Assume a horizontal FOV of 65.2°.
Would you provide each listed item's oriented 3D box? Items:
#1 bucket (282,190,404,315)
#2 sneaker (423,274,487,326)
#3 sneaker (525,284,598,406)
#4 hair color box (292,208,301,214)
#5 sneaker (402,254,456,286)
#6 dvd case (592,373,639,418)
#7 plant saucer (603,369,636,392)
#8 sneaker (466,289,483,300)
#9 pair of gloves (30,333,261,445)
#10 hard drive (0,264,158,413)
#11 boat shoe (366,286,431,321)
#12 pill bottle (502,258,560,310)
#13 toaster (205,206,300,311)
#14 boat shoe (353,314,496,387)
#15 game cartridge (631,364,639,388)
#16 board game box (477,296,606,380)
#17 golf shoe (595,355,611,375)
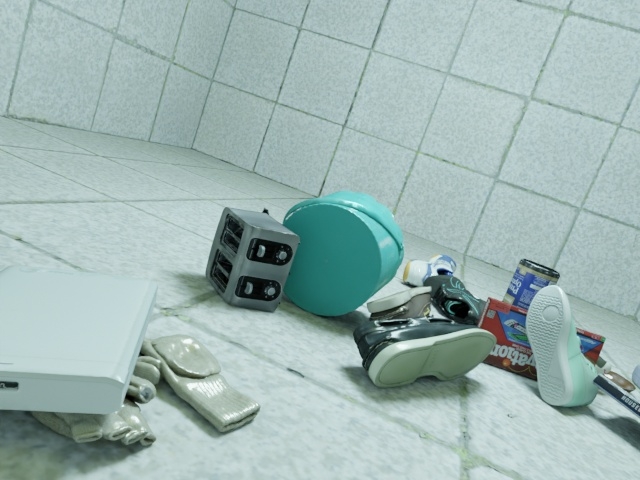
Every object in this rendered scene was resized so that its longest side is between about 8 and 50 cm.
[{"bbox_3d":[0.036,0.026,1.108,0.282,0.280,0.183,22,15,13],"label":"bucket"},{"bbox_3d":[0.386,0.168,1.464,0.106,0.101,0.267,10,14,-34],"label":"sneaker"},{"bbox_3d":[0.534,0.234,1.096,0.151,0.255,0.094,19,-25,-34],"label":"sneaker"},{"bbox_3d":[0.000,0.000,1.578,0.186,0.113,0.374,18,10,-10],"label":"hair color box"},{"bbox_3d":[0.407,0.122,1.716,0.131,0.111,0.297,21,19,38],"label":"sneaker"},{"bbox_3d":[0.677,0.369,0.983,0.179,0.029,0.238,32,8,-31],"label":"dvd case"},{"bbox_3d":[0.737,0.358,1.325,0.169,0.029,0.168,19,11,-4],"label":"plant saucer"},{"bbox_3d":[0.467,0.190,1.594,0.075,0.063,0.171,0,16,-45],"label":"sneaker"},{"bbox_3d":[-0.207,0.156,0.577,0.204,0.042,0.240,28,12,38],"label":"pair of gloves"},{"bbox_3d":[-0.306,0.095,0.569,0.203,0.040,0.307,8,11,-14],"label":"hard drive"},{"bbox_3d":[0.194,0.164,1.136,0.117,0.096,0.324,-20,-8,20],"label":"boat shoe"},{"bbox_3d":[0.637,0.177,1.547,0.123,0.219,0.123,20,10,-4],"label":"pill bottle"},{"bbox_3d":[-0.141,0.028,1.007,0.110,0.167,0.186,12,14,-34],"label":"toaster"},{"bbox_3d":[0.193,0.188,0.925,0.340,0.127,0.113,0,33,-38],"label":"boat shoe"},{"bbox_3d":[0.980,0.433,1.330,0.198,0.062,0.297,15,10,0],"label":"game cartridge"},{"bbox_3d":[0.492,0.242,1.145,0.282,0.144,0.027,19,5,-3],"label":"board game box"},{"bbox_3d":[0.640,0.278,1.328,0.120,0.105,0.272,7,21,-7],"label":"golf shoe"}]
